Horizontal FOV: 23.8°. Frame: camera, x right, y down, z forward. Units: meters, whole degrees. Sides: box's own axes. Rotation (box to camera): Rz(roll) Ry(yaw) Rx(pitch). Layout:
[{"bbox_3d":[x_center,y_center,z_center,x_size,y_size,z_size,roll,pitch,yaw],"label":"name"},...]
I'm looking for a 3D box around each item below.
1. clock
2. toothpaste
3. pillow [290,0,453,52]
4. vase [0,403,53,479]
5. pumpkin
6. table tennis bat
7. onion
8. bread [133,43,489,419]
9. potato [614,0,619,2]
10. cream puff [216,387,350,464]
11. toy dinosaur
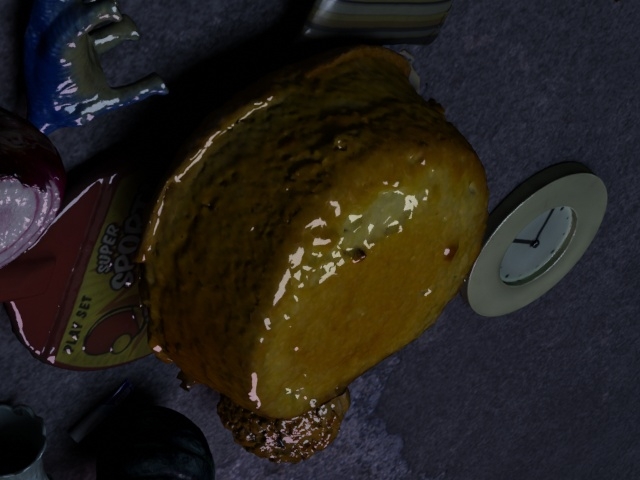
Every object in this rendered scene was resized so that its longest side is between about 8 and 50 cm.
[{"bbox_3d":[0.273,0.000,1.955,0.235,0.029,0.235,-28,144,-23],"label":"clock"},{"bbox_3d":[-0.228,0.179,1.590,0.083,0.015,0.024,-43,148,-14],"label":"toothpaste"},{"bbox_3d":[0.079,-0.269,1.398,0.208,0.052,0.212,-10,135,-48],"label":"pillow"},{"bbox_3d":[-0.298,0.232,1.513,0.081,0.081,0.148,-34,150,-18],"label":"vase"},{"bbox_3d":[-0.178,0.268,1.590,0.194,0.150,0.194,-61,-179,2],"label":"pumpkin"},{"bbox_3d":[-0.203,0.017,1.405,0.415,0.051,0.268,-9,131,-48],"label":"table tennis bat"},{"bbox_3d":[-0.298,-0.028,1.177,0.173,0.135,0.198,-16,152,-36],"label":"onion"},{"bbox_3d":[0.002,-0.002,1.418,0.358,0.204,0.337,-34,151,-30],"label":"bread"},{"bbox_3d":[0.264,-0.340,1.433,0.298,0.141,0.176,46,50,-64],"label":"potato"},{"bbox_3d":[-0.046,0.182,1.674,0.165,0.150,0.115,62,41,-40],"label":"cream puff"},{"bbox_3d":[-0.230,-0.129,1.195,0.188,0.075,0.247,-32,153,-2],"label":"toy dinosaur"}]
